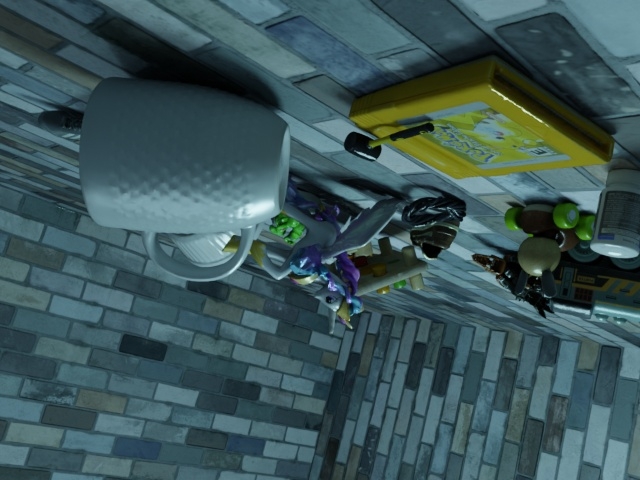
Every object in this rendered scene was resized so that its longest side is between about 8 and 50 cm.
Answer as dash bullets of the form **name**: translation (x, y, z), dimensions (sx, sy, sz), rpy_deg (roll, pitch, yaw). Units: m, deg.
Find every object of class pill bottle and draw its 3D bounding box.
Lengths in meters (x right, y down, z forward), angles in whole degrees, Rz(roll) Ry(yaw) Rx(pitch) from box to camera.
- **pill bottle**: translation (0.505, -0.046, 1.114), dimensions (0.078, 0.137, 0.078), rpy_deg (15, 170, 3)

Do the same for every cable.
- **cable**: translation (0.264, -0.061, 1.537), dimensions (0.151, 0.047, 0.184), rpy_deg (2, 168, 3)

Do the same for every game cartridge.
- **game cartridge**: translation (0.239, -0.174, 1.050), dimensions (0.286, 0.052, 0.324), rpy_deg (21, 166, -31)

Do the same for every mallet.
- **mallet**: translation (0.106, -0.169, 1.077), dimensions (0.062, 0.039, 0.190), rpy_deg (16, 167, -24)

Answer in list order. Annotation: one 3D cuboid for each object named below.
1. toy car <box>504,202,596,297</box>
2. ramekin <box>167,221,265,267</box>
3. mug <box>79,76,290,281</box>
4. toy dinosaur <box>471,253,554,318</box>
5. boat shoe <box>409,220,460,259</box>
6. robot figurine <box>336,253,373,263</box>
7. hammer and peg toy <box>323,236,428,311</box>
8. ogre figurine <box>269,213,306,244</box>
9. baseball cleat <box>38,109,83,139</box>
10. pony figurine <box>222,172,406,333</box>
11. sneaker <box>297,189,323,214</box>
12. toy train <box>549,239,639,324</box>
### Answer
- **toy car**: translation (0.471, 0.028, 1.388), dimensions (0.149, 0.188, 0.155), rpy_deg (21, 167, -31)
- **ramekin**: translation (-0.284, -0.073, 1.716), dimensions (0.273, 0.272, 0.127), rpy_deg (7, 155, 33)
- **mug**: translation (-0.231, -0.101, 1.230), dimensions (0.328, 0.373, 0.276), rpy_deg (5, -162, 3)
- **toy dinosaur**: translation (0.547, 0.103, 1.811), dimensions (0.322, 0.164, 0.218), rpy_deg (-4, -167, -22)
- **boat shoe**: translation (0.286, 0.003, 1.749), dimensions (0.095, 0.095, 0.257), rpy_deg (15, 169, -2)
- **robot figurine**: translation (0.150, 0.103, 2.450), dimensions (0.211, 0.084, 0.291), rpy_deg (11, 169, 12)
- **hammer and peg toy**: translation (0.122, 0.089, 1.918), dimensions (0.266, 0.127, 0.361), rpy_deg (-19, -168, -14)
- **ogre figurine**: translation (-0.109, -0.064, 1.906), dimensions (0.118, 0.097, 0.196), rpy_deg (-5, 114, 47)
- **baseball cleat**: translation (-0.561, -0.276, 1.582), dimensions (0.206, 0.072, 0.109), rpy_deg (15, 156, -25)
- **pony figurine**: translation (0.000, 0.000, 1.624), dimensions (0.364, 0.350, 0.303), rpy_deg (35, 162, -6)
- **sneaker**: translation (-0.060, -0.107, 1.774), dimensions (0.134, 0.050, 0.070), rpy_deg (24, 168, -26)
- **toy train**: translation (0.655, 0.089, 1.440), dimensions (0.334, 0.190, 0.142), rpy_deg (10, 171, 22)
